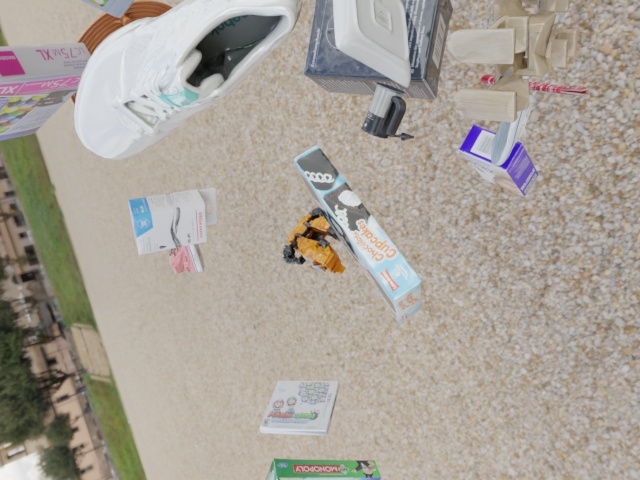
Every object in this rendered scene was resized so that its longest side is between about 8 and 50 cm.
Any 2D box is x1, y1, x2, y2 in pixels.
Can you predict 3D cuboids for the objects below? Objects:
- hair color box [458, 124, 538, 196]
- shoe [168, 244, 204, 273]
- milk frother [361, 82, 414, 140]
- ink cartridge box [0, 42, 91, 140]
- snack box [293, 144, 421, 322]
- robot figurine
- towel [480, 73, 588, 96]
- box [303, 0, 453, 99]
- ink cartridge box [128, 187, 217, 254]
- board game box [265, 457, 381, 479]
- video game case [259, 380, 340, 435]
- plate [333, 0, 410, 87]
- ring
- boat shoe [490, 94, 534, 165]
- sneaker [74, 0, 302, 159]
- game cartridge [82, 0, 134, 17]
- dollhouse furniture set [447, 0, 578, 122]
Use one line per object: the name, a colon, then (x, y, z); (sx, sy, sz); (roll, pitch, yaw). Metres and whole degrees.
hair color box: (0.638, -0.275, 1.715); (0.185, 0.339, 0.110); (34, 100, 33)
shoe: (-0.364, 0.021, 1.273); (0.063, 0.081, 0.178); (-102, 6, -46)
milk frother: (0.209, -0.356, 1.368); (0.129, 0.143, 0.135); (39, 122, 33)
ink cartridge box: (-0.552, -0.238, 0.845); (0.311, 0.186, 0.065); (-19, 102, 34)
snack box: (0.072, -0.009, 0.902); (0.322, 0.060, 0.187); (55, 178, 24)
robot figurine: (0.000, 0.000, 1.369); (0.085, 0.211, 0.291); (41, 171, -25)
towel: (0.675, -0.493, 1.535); (0.275, 0.199, 0.031); (30, 121, 45)
box: (0.182, -0.627, 1.526); (0.395, 0.212, 0.293); (12, 95, 22)
ink cartridge box: (-0.299, -0.043, 1.016); (0.060, 0.180, 0.104); (-124, 31, -42)
board game box: (-0.032, 0.563, 0.962); (0.046, 0.213, 0.317); (-118, 42, -60)
video game case: (-0.044, 0.378, 1.103); (0.157, 0.143, 0.019); (-5, 120, 18)
plate: (0.144, -0.567, 1.245); (0.045, 0.277, 0.278); (-18, 68, 46)
ring: (-0.433, -0.404, 1.153); (0.032, 0.336, 0.336); (46, 145, 18)
boat shoe: (0.587, -0.332, 1.462); (0.083, 0.076, 0.226); (-107, 22, -57)
sneaker: (-0.103, -0.115, 0.341); (0.212, 0.080, 0.094); (-33, 43, 21)
game cartridge: (-0.205, -0.239, 0.437); (0.056, 0.083, 0.017); (-33, 67, 31)
dollhouse furniture set: (0.388, -0.527, 1.089); (0.256, 0.362, 0.394); (20, 141, 39)
